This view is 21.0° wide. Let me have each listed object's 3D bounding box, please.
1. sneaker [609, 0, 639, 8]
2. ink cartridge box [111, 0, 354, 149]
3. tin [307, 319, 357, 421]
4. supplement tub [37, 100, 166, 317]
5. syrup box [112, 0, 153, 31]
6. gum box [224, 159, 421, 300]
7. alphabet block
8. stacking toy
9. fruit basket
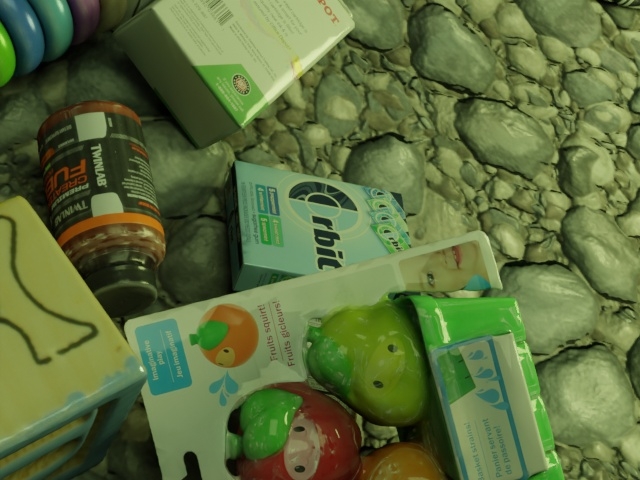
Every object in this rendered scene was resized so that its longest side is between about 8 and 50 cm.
[{"bbox_3d":[0.339,-0.409,2.048,0.366,0.210,0.137,17,55,-12],"label":"sneaker"},{"bbox_3d":[-0.086,-0.220,1.802,0.154,0.093,0.212,52,54,-11],"label":"ink cartridge box"},{"bbox_3d":[-0.015,0.125,1.673,0.106,0.040,0.190,11,56,-11],"label":"tin"},{"bbox_3d":[-0.206,-0.028,1.647,0.106,0.106,0.198,-2,60,-23],"label":"supplement tub"},{"bbox_3d":[-0.161,-0.329,1.863,0.096,0.093,0.237,41,53,7],"label":"syrup box"},{"bbox_3d":[0.000,0.000,1.730,0.184,0.041,0.157,10,40,-16],"label":"gum box"},{"bbox_3d":[-0.291,0.114,1.467,0.192,0.193,0.197,-26,72,-34],"label":"alphabet block"},{"bbox_3d":[-0.349,-0.191,1.691,0.141,0.141,0.330,45,60,9],"label":"stacking toy"},{"bbox_3d":[0.034,0.184,1.544,0.353,0.165,0.327,-13,87,-22],"label":"fruit basket"}]
